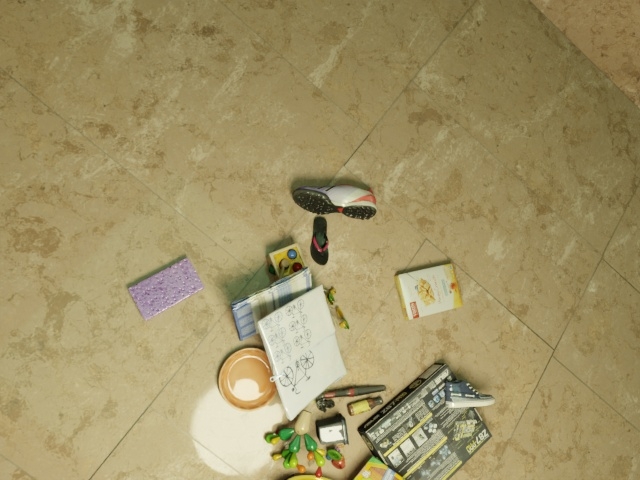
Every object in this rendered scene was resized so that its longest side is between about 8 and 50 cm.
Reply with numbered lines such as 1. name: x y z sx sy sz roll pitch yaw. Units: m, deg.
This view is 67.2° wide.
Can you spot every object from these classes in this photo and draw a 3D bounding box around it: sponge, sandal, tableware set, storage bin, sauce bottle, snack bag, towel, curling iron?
1. sponge: -0.494 0.155 1.552 0.210 0.031 0.117 -30 89 -20
2. sandal: 0.000 0.000 1.736 0.067 0.040 0.179 3 78 -18
3. tableware set: 0.061 0.237 1.687 0.024 0.104 0.154 -28 65 16
4. storage bin: 0.036 0.629 1.581 0.091 0.135 0.098 -6 81 -7
5. sauce bottle: 0.157 0.573 1.671 0.128 0.042 0.042 -11 83 -17
6. snack bag: -0.046 0.350 1.534 0.323 0.037 0.342 -24 102 -49
7. towel: -0.152 0.208 1.578 0.285 0.209 0.034 -26 53 -20
8. curling iron: 0.105 0.533 1.665 0.274 0.035 0.068 -7 124 -25

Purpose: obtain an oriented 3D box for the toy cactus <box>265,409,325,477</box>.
1. toy cactus: -0.065 0.632 1.524 0.112 0.219 0.180 36 69 -48

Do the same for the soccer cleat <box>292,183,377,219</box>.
1. soccer cleat: 0.052 -0.159 1.765 0.318 0.108 0.116 9 55 -13

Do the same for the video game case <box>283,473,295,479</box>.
1. video game case: -0.107 0.921 1.527 0.196 0.026 0.274 -26 87 -21

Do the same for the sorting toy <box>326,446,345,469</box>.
1. sorting toy: 0.053 0.713 1.602 0.042 0.061 0.102 -53 137 -47

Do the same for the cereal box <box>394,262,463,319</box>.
1. cereal box: 0.410 0.192 1.826 0.240 0.047 0.173 -11 83 -20

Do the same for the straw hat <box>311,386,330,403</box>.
1. straw hat: -0.019 0.480 1.624 0.144 0.061 0.144 3 78 -17

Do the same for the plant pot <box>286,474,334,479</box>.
1. plant pot: -0.021 0.877 1.435 0.254 0.254 0.239 12 92 -15

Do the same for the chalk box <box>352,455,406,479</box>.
1. chalk box: 0.215 0.821 1.523 0.132 0.213 0.132 -38 134 -33

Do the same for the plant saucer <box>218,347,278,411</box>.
1. plant saucer: -0.232 0.452 1.573 0.200 0.037 0.200 3 79 -17

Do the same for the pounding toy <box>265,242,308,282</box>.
1. pounding toy: -0.119 0.094 1.647 0.141 0.100 0.130 -21 86 -20

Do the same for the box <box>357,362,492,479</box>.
1. box: 0.372 0.675 1.693 0.395 0.097 0.318 -33 89 -22

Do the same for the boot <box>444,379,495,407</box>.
1. boot: 0.525 0.533 1.689 0.190 0.069 0.086 1 80 -18
